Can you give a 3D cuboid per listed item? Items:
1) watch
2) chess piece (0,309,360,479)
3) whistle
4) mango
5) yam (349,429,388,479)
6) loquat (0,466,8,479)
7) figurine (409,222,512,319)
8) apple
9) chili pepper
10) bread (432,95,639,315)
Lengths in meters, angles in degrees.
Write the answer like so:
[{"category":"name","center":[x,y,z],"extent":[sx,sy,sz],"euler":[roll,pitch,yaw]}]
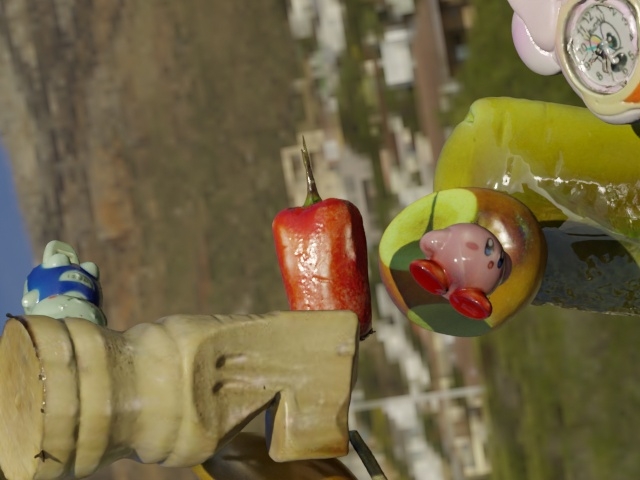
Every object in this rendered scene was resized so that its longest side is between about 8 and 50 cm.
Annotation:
[{"category":"watch","center":[0.355,-0.239,2.154],"extent":[0.248,0.217,0.211],"euler":[56,137,22]},{"category":"chess piece","center":[-0.101,0.115,1.551],"extent":[0.137,0.301,0.137],"euler":[13,105,62]},{"category":"whistle","center":[-0.309,0.077,2.397],"extent":[0.244,0.110,0.092],"euler":[-101,34,-53]},{"category":"mango","center":[-0.034,0.224,1.827],"extent":[0.184,0.102,0.085],"euler":[33,-127,-21]},{"category":"yam","center":[0.052,0.214,1.809],"extent":[0.107,0.014,0.014],"euler":[59,-162,-19]},{"category":"loquat","center":[-0.430,0.274,1.716],"extent":[0.359,0.328,0.328],"euler":[-65,-24,-21]},{"category":"figurine","center":[0.118,0.019,1.654],"extent":[0.083,0.067,0.071],"euler":[38,-114,-14]},{"category":"apple","center":[0.150,0.016,2.020],"extent":[0.147,0.163,0.146],"euler":[-24,47,62]},{"category":"chili pepper","center":[0.000,0.000,1.776],"extent":[0.086,0.084,0.192],"euler":[163,98,-84]},{"category":"bread","center":[0.318,-0.029,2.330],"extent":[0.208,0.377,0.251],"euler":[-73,-11,-50]}]
